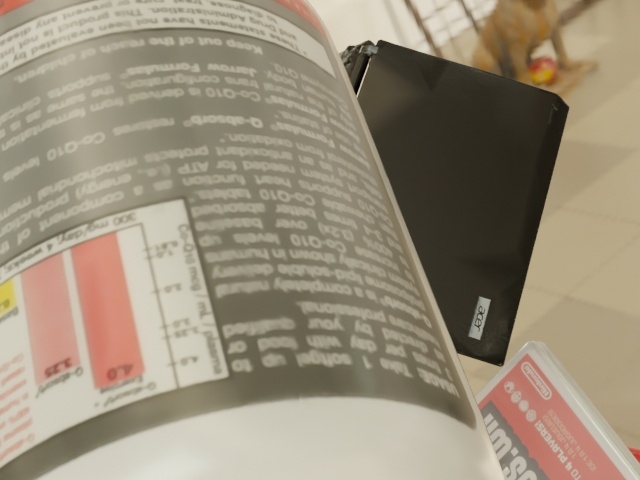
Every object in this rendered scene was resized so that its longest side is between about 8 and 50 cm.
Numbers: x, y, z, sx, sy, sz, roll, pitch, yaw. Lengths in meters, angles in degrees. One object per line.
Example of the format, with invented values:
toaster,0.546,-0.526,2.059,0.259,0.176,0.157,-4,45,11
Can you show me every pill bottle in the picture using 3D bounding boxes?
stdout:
pill bottle,-0.049,0.067,0.493,0.210,0.210,0.363,-22,52,4

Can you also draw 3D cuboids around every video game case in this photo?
video game case,0.138,0.249,1.020,0.285,0.025,0.204,-50,56,23

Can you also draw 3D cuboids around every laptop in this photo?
laptop,0.027,-0.020,0.978,0.264,0.136,0.234,-17,45,48

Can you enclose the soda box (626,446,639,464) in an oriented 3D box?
soda box,0.202,0.234,1.203,0.263,0.083,0.092,4,60,40
